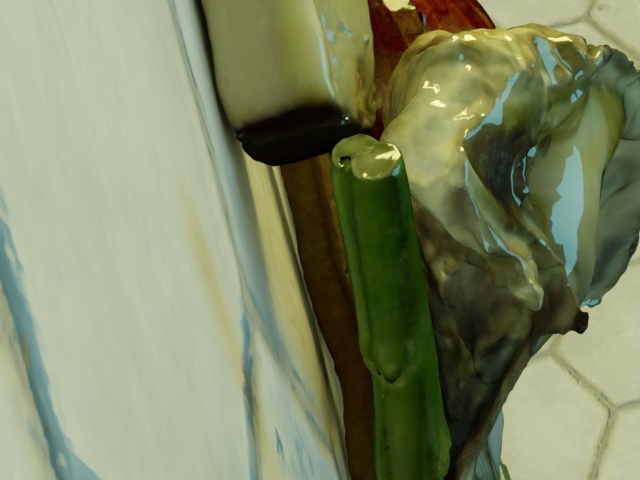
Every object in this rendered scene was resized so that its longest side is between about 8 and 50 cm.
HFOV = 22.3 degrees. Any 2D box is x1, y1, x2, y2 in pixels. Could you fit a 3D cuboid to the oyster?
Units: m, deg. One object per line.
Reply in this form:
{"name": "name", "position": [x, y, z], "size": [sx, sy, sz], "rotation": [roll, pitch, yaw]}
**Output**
{"name": "oyster", "position": [0.077, 0.010, 0.666], "size": [0.275, 0.100, 0.271], "rotation": [-55, 148, -56]}

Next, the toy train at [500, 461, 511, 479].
{"name": "toy train", "position": [0.115, 0.200, 1.148], "size": [0.194, 0.081, 0.125], "rotation": [46, 26, -79]}

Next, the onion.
{"name": "onion", "position": [0.028, -0.077, 0.723], "size": [0.117, 0.119, 0.118], "rotation": [-89, 165, -58]}

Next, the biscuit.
{"name": "biscuit", "position": [-0.024, -0.120, 0.551], "size": [0.056, 0.052, 0.188], "rotation": [16, 58, -66]}

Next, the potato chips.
{"name": "potato chips", "position": [0.000, 0.000, 0.648], "size": [0.037, 0.026, 0.204], "rotation": [-30, 107, -71]}

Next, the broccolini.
{"name": "broccolini", "position": [0.027, 0.109, 0.395], "size": [0.123, 0.062, 0.271], "rotation": [-164, -115, -78]}
